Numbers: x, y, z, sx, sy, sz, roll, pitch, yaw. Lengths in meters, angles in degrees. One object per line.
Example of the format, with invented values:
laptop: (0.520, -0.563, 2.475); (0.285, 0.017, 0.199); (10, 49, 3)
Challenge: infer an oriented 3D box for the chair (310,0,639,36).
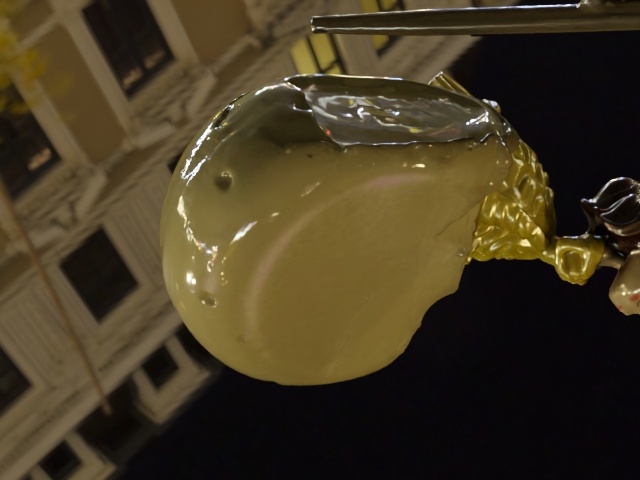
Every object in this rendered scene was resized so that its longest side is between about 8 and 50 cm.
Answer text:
chair: (0.139, -0.197, 0.659); (0.272, 0.188, 0.166); (4, -150, 17)

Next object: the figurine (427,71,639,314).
figurine: (0.209, -0.005, 1.168); (0.315, 0.187, 0.168); (24, -127, 7)

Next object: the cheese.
cheese: (0.000, 0.000, 0.726); (0.175, 0.202, 0.091); (-5, -132, -21)
